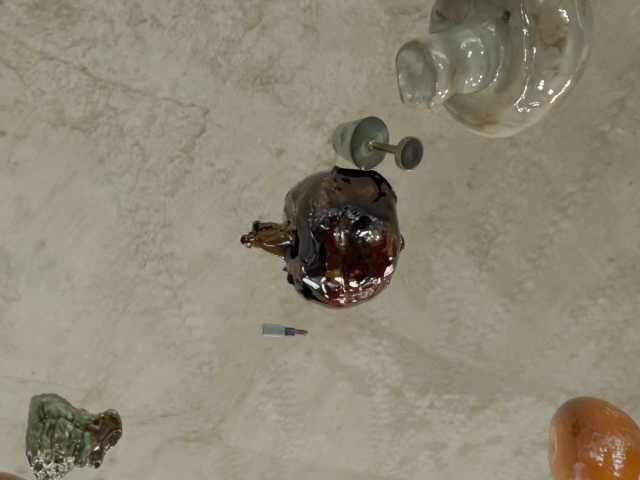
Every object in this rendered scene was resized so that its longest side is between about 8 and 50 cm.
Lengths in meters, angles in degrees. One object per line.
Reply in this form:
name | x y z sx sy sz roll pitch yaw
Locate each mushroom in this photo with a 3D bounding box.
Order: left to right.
mushroom | 0.200 -0.244 0.614 0.243 0.244 0.244 -4 125 -5

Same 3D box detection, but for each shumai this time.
shumai | -0.236 0.185 0.465 0.080 0.083 0.082 -6 164 -24

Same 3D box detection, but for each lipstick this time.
lipstick | -0.076 0.196 1.032 0.107 0.025 0.025 9 160 -24

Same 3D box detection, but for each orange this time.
orange | 0.555 0.430 0.963 0.170 0.224 0.224 3 127 17

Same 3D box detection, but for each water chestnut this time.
water chestnut | 0.000 0.000 1.061 0.346 0.335 0.335 -12 126 -13

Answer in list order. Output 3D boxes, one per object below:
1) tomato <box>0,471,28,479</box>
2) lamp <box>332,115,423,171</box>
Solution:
tomato | -0.488 0.466 0.598 0.292 0.289 0.325 4 91 -21
lamp | 0.121 -0.210 1.054 0.121 0.214 0.121 -15 116 -33
